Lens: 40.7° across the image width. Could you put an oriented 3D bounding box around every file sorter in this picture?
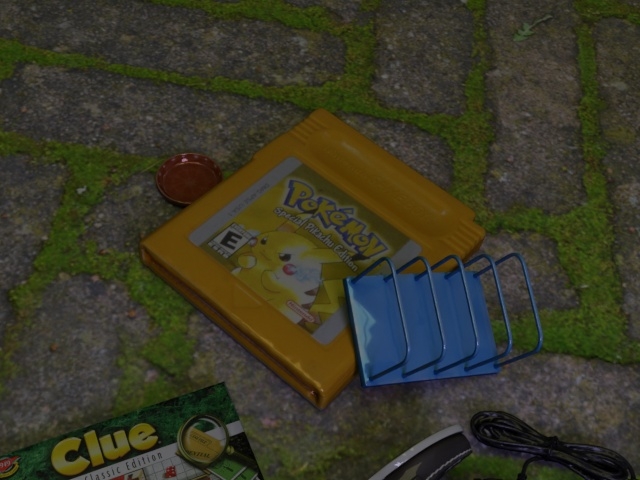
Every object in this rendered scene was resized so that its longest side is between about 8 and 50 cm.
[{"bbox_3d":[0.129,0.078,0.900,0.170,0.104,0.118,-1,71,-25],"label":"file sorter"}]

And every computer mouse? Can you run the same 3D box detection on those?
[{"bbox_3d":[0.212,0.292,0.820,0.184,0.060,0.262,15,41,9],"label":"computer mouse"}]

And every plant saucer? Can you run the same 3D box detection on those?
[{"bbox_3d":[-0.163,-0.075,1.076,0.083,0.013,0.084,3,53,-4],"label":"plant saucer"}]

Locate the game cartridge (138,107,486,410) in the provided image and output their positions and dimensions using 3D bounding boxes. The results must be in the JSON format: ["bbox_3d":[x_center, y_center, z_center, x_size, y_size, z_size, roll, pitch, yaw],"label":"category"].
[{"bbox_3d":[0.000,0.000,1.017,0.285,0.053,0.323,36,58,19],"label":"game cartridge"}]

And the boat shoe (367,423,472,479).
[{"bbox_3d":[0.060,0.259,0.813,0.227,0.081,0.069,-31,65,-19],"label":"boat shoe"}]

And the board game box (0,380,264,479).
[{"bbox_3d":[-0.192,0.236,0.828,0.259,0.030,0.136,-17,55,-19],"label":"board game box"}]
